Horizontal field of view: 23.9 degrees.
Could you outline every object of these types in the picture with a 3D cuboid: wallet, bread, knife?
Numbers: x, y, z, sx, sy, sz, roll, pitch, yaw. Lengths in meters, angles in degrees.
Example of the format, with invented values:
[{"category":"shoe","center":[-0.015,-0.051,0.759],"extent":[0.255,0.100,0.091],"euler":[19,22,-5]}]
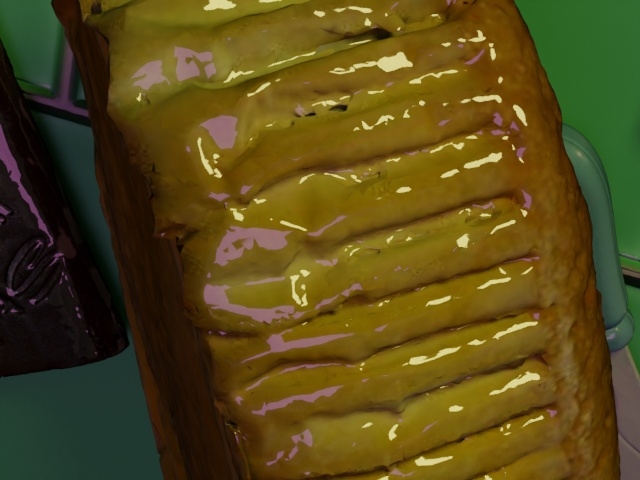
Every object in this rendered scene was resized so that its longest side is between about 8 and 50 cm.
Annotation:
[{"category":"wallet","center":[-0.173,-0.037,0.634],"extent":[0.122,0.031,0.232],"euler":[-11,117,18]},{"category":"bread","center":[0.000,0.000,0.502],"extent":[0.142,0.227,0.253],"euler":[-12,113,-7]},{"category":"knife","center":[0.113,0.058,0.623],"extent":[0.058,0.032,0.244],"euler":[-12,120,18]}]
